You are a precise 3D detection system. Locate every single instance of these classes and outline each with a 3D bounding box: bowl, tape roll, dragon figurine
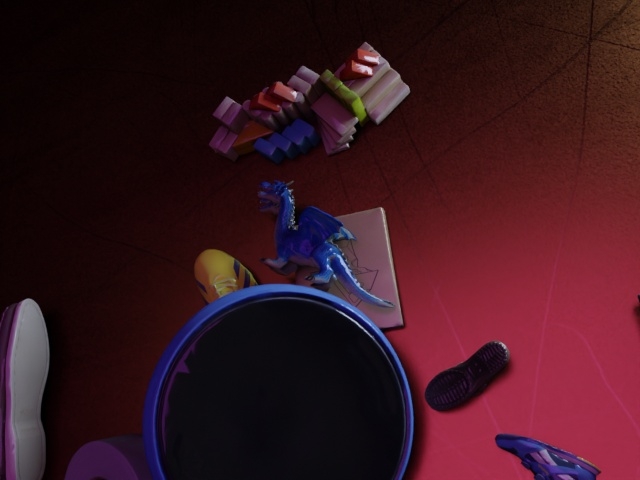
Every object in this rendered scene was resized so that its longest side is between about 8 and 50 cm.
[{"bbox_3d":[-0.053,0.253,1.046,0.390,0.077,0.391,2,80,-9],"label":"bowl"},{"bbox_3d":[-0.299,0.407,1.117,0.219,0.072,0.219,-2,87,40],"label":"tape roll"},{"bbox_3d":[0.000,0.000,1.174,0.289,0.085,0.144,21,80,25],"label":"dragon figurine"}]

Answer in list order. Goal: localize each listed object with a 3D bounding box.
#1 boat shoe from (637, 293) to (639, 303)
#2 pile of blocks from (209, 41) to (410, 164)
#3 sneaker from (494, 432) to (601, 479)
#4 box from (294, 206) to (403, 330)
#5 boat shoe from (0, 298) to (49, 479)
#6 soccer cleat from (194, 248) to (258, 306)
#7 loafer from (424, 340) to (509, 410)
[{"bbox_3d":[0.513,0.203,0.965,0.119,0.121,0.335,-21,56,18],"label":"boat shoe"},{"bbox_3d":[-0.032,-0.223,1.267,0.362,0.112,0.149,-23,67,10],"label":"pile of blocks"},{"bbox_3d":[0.306,0.309,1.017,0.144,0.053,0.059,19,81,23],"label":"sneaker"},{"bbox_3d":[0.039,0.056,1.202,0.164,0.021,0.201,-12,69,13],"label":"box"},{"bbox_3d":[-0.533,0.263,1.267,0.096,0.116,0.325,-7,76,12],"label":"boat shoe"},{"bbox_3d":[-0.133,0.127,1.178,0.093,0.121,0.289,-29,67,6],"label":"soccer cleat"},{"bbox_3d":[0.219,0.202,1.084,0.148,0.050,0.056,-37,61,20],"label":"loafer"}]
